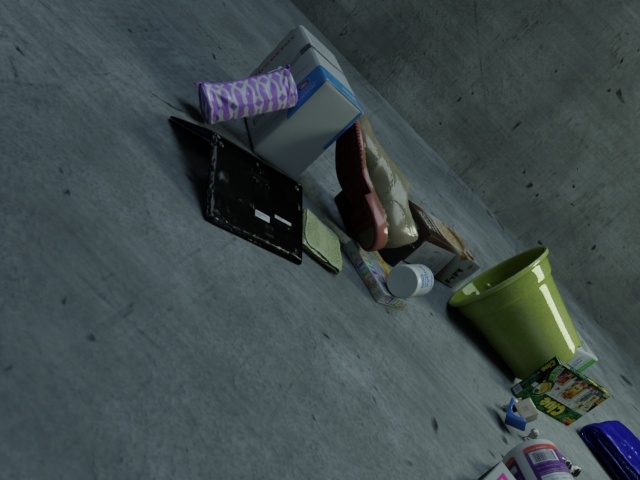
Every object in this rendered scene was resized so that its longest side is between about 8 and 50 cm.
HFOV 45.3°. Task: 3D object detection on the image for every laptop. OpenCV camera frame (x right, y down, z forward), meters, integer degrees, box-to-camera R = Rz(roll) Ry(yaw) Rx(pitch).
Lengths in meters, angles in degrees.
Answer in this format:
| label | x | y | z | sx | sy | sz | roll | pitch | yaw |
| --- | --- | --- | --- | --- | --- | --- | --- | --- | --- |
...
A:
| label | x | y | z | sx | sy | sz | roll | pitch | yaw |
| --- | --- | --- | --- | --- | --- | --- | --- | --- | --- |
| laptop | -0.155 | -0.094 | 1.396 | 0.234 | 0.136 | 0.264 | 27 | 52 | -43 |

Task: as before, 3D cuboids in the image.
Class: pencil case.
| label | x | y | z | sx | sy | sz | roll | pitch | yaw |
| --- | --- | --- | --- | --- | --- | --- | --- | --- | --- |
| pencil case | -0.145 | -0.294 | 1.545 | 0.086 | 0.206 | 0.088 | 37 | -40 | 57 |

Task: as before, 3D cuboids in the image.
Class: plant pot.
| label | x | y | z | sx | sy | sz | roll | pitch | yaw |
| --- | --- | --- | --- | --- | --- | --- | --- | --- | --- |
| plant pot | 0.499 | 0.190 | 1.888 | 0.254 | 0.276 | 0.276 | 58 | 19 | 0 |

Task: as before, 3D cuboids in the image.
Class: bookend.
| label | x | y | z | sx | sy | sz | roll | pitch | yaw |
| --- | --- | --- | --- | --- | --- | --- | --- | --- | --- |
| bookend | 0.125 | -0.041 | 1.796 | 0.157 | 0.072 | 0.156 | 35 | 22 | -33 |

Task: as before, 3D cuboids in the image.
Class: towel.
| label | x | y | z | sx | sy | sz | roll | pitch | yaw |
| --- | --- | --- | --- | --- | --- | --- | --- | --- | --- |
| towel | 0.814 | 0.571 | 2.024 | 0.308 | 0.076 | 0.227 | 16 | 36 | -56 |
| towel | 0.000 | 0.000 | 1.514 | 0.110 | 0.027 | 0.148 | 40 | 20 | -21 |

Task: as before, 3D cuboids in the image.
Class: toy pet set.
| label | x | y | z | sx | sy | sz | roll | pitch | yaw |
| --- | --- | --- | --- | --- | --- | --- | --- | --- | --- |
| toy pet set | 0.420 | 0.388 | 1.615 | 0.114 | 0.065 | 0.122 | 80 | -11 | -52 |

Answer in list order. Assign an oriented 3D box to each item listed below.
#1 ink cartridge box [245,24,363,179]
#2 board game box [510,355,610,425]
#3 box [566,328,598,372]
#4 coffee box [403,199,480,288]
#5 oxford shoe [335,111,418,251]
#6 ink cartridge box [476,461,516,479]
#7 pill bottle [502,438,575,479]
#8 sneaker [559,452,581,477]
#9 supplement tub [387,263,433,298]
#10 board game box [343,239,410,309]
| label | x | y | z | sx | sy | sz | roll | pitch | yaw |
| --- | --- | --- | --- | --- | --- | --- | --- | --- | --- |
| ink cartridge box | -0.054 | -0.318 | 1.738 | 0.129 | 0.223 | 0.307 | 35 | 22 | -32 |
| board game box | 0.582 | 0.367 | 1.850 | 0.260 | 0.136 | 0.030 | 31 | 28 | -37 |
| box | 0.639 | 0.258 | 2.213 | 0.231 | 0.127 | 0.262 | 27 | 28 | -49 |
| coffee box | 0.291 | 0.013 | 1.997 | 0.246 | 0.098 | 0.141 | 27 | 27 | -45 |
| oxford shoe | 0.120 | -0.137 | 1.675 | 0.130 | 0.123 | 0.348 | -2 | 69 | -23 |
| ink cartridge box | 0.294 | 0.473 | 1.139 | 0.239 | 0.060 | 0.275 | 52 | 20 | 18 |
| pill bottle | 0.400 | 0.452 | 1.329 | 0.108 | 0.108 | 0.193 | 33 | 24 | -36 |
| sneaker | 0.471 | 0.460 | 1.567 | 0.071 | 0.068 | 0.170 | 42 | 4 | 38 |
| supplement tub | 0.187 | 0.084 | 1.593 | 0.071 | 0.071 | 0.107 | 52 | 19 | 16 |
| board game box | 0.118 | 0.072 | 1.620 | 0.103 | 0.026 | 0.154 | 21 | 32 | -51 |
